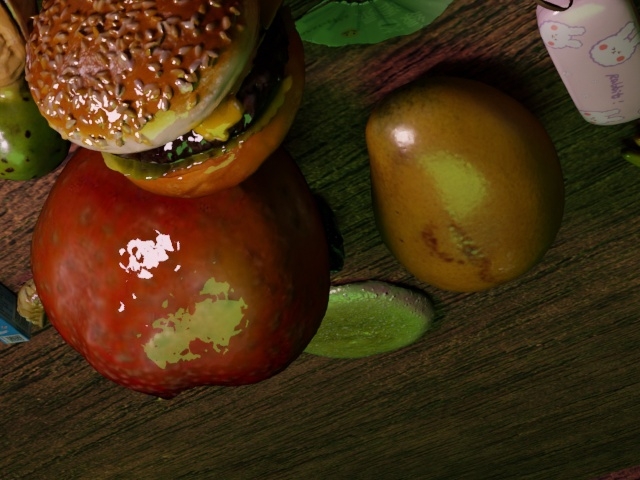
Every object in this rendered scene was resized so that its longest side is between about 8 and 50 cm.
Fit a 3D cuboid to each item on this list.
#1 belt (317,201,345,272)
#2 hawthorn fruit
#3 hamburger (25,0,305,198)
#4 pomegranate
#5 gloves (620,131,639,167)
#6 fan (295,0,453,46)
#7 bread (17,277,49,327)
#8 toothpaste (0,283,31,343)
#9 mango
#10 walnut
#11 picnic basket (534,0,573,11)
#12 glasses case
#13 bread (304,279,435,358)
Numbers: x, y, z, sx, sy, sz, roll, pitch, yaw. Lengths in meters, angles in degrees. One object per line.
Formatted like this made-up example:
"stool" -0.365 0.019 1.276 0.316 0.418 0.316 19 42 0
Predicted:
"belt" 0.000 0.000 2.033 0.058 0.105 0.140 -11 163 11
"hawthorn fruit" -0.180 -0.012 1.718 0.403 0.402 0.403 -4 153 -2
"hamburger" -0.165 -0.195 1.430 0.291 0.291 0.225 -15 150 19
"pomegranate" -0.382 -0.138 1.669 0.143 0.122 0.169 3 154 -10
"gloves" 0.549 -0.097 1.953 0.133 0.116 0.294 -30 138 28
"fan" 0.071 -0.276 1.603 0.240 0.009 0.131 -16 154 21
"bread" -0.466 0.101 2.203 0.066 0.060 0.110 -13 157 -19
"toothpaste" -0.549 0.092 2.167 0.050 0.065 0.266 -8 154 14
"mango" 0.186 -0.081 1.785 0.264 0.221 0.378 -11 144 18
"walnut" -0.375 -0.240 1.448 0.144 0.144 0.180 -3 146 -3
"picnic basket" 0.253 -0.294 1.510 0.072 0.083 0.072 -5 153 -2
"glasses case" 0.352 -0.230 1.665 0.113 0.075 0.297 -17 152 19
"bread" 0.059 0.146 2.403 0.301 0.045 0.301 -4 152 -2
